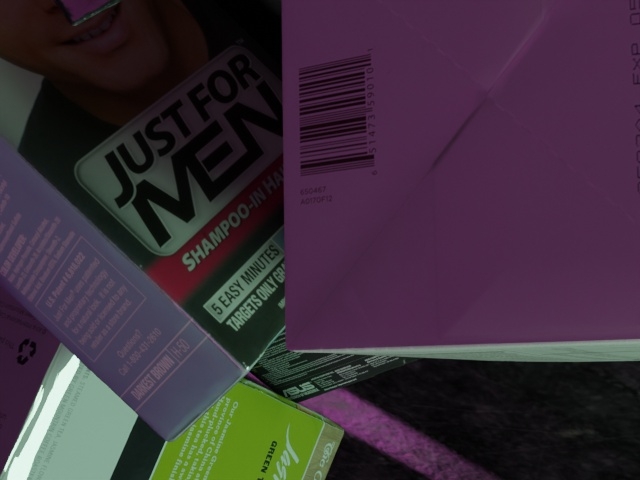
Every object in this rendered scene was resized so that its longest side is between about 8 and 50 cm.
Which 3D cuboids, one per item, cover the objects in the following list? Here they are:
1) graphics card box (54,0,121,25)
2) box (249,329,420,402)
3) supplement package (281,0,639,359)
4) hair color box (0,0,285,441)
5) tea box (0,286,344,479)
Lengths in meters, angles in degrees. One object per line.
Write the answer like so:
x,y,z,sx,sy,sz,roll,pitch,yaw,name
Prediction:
-0.071,-0.282,0.325,0.232,0.094,0.371,-26,112,11,graphics card box
0.000,0.000,0.834,0.242,0.076,0.307,41,138,-21,box
0.132,-0.042,0.531,0.198,0.199,0.262,-6,171,31,supplement package
-0.150,-0.086,0.644,0.374,0.185,0.113,43,138,-1,hair color box
-0.222,0.163,0.879,0.329,0.220,0.323,15,166,38,tea box
